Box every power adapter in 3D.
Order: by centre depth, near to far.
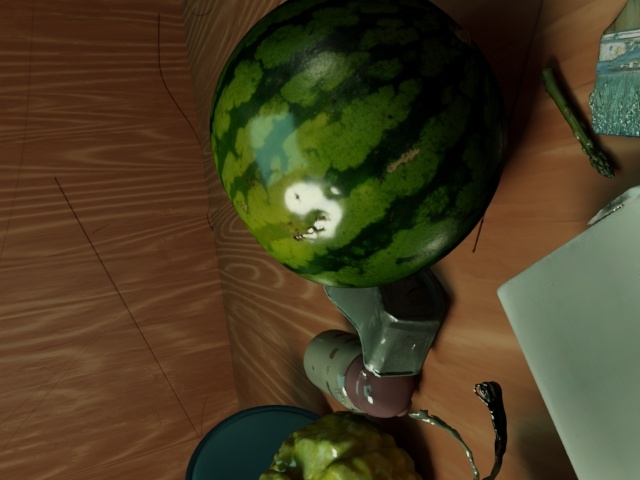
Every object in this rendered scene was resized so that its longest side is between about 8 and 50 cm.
[{"bbox_3d":[0.234,0.104,0.286,0.187,0.124,0.255,118,138,-60],"label":"power adapter"}]

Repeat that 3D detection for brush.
[{"bbox_3d":[0.224,-0.170,0.347,0.070,0.021,0.196,-146,52,-63],"label":"brush"}]

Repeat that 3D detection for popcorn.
[{"bbox_3d":[0.030,0.387,0.784,0.258,0.271,0.223,13,-114,-64],"label":"popcorn"}]

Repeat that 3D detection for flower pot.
[{"bbox_3d":[0.079,0.063,0.697,0.229,0.103,0.108,-119,30,-43],"label":"flower pot"}]

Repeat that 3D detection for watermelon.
[{"bbox_3d":[0.036,-0.094,0.497,0.285,0.285,0.285,171,90,-69],"label":"watermelon"}]

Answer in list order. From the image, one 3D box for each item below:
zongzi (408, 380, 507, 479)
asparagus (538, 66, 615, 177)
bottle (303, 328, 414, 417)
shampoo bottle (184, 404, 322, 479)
[{"bbox_3d":[0.203,0.385,0.393,0.181,0.418,0.447,99,-165,-58],"label":"zongzi"},{"bbox_3d":[0.209,-0.096,0.416,0.014,0.015,0.114,-33,65,30],"label":"asparagus"},{"bbox_3d":[0.060,0.207,0.795,0.233,0.110,0.109,177,85,-68],"label":"bottle"},{"bbox_3d":[-0.096,0.583,1.046,0.331,0.331,0.342,-129,34,-53],"label":"shampoo bottle"}]
